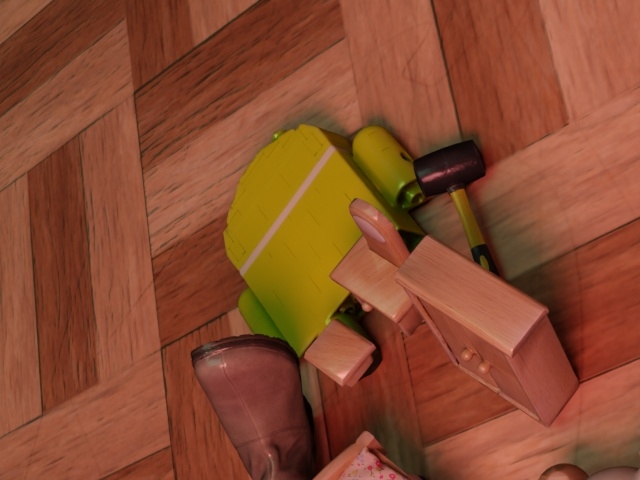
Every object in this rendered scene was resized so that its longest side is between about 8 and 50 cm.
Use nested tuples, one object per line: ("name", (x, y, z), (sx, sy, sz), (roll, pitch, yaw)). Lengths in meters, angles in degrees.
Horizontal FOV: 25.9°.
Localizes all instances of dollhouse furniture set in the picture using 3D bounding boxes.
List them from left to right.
("dollhouse furniture set", (0.026, 0.183, 1.075), (0.303, 0.174, 0.355), (34, 79, 32))

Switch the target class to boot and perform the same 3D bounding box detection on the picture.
("boot", (-0.040, 0.193, 1.221), (0.083, 0.246, 0.161), (-15, 58, 8))

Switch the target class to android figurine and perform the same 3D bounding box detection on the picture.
("android figurine", (0.000, 0.000, 1.352), (0.248, 0.056, 0.273), (-55, 48, 19))

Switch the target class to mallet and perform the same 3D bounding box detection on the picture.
("mallet", (0.145, -0.004, 1.225), (0.062, 0.039, 0.190), (-27, 67, 4))

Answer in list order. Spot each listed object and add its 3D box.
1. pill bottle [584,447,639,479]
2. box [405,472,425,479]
("pill bottle", (0.221, 0.266, 0.963), (0.169, 0.169, 0.301), (38, 106, 45))
("box", (0.060, 0.289, 1.189), (0.137, 0.072, 0.126), (-55, 47, 17))
